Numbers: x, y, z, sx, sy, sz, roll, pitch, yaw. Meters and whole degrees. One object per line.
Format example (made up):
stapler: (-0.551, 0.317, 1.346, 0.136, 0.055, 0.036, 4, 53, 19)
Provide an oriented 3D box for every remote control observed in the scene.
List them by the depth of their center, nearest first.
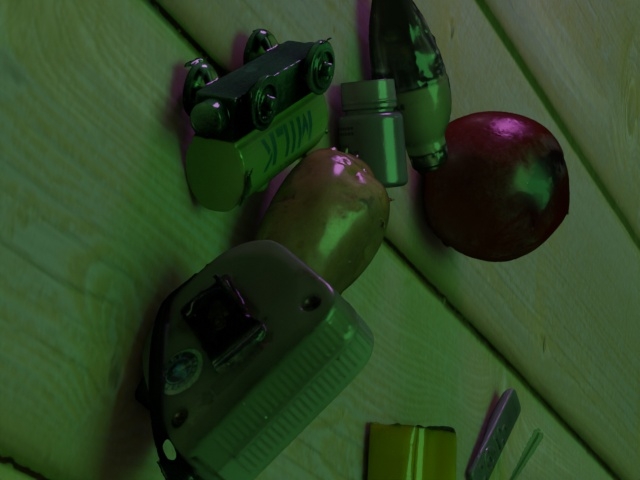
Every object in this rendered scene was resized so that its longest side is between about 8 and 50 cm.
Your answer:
remote control: (0.249, 0.292, 2.294, 0.184, 0.027, 0.050, -57, 135, -43)

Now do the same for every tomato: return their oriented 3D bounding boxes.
tomato: (0.242, -0.074, 2.133, 0.208, 0.184, 0.208, -3, 90, -65)

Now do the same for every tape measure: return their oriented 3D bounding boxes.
tape measure: (-0.090, 0.112, 1.470, 0.235, 0.207, 0.115, -45, 131, -5)

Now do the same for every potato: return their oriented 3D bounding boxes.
potato: (0.000, -0.004, 1.693, 0.235, 0.128, 0.161, -43, 144, -52)

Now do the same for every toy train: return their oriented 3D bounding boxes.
toy train: (-0.063, -0.124, 1.644, 0.253, 0.105, 0.157, -41, 138, -58)

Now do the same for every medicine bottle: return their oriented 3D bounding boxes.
medicine bottle: (0.062, -0.127, 1.895, 0.080, 0.080, 0.130, -11, 97, -63)

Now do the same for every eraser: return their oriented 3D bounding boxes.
eraser: (0.114, 0.339, 1.968, 0.158, 0.069, 0.226, 22, 68, -63)

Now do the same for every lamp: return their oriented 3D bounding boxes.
lamp: (0.111, -0.207, 1.990, 0.101, 0.101, 0.250, -41, 118, -57)

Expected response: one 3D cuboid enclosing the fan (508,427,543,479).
fan: (0.161, 0.407, 1.926, 0.414, 0.012, 0.233, -56, 146, -10)
